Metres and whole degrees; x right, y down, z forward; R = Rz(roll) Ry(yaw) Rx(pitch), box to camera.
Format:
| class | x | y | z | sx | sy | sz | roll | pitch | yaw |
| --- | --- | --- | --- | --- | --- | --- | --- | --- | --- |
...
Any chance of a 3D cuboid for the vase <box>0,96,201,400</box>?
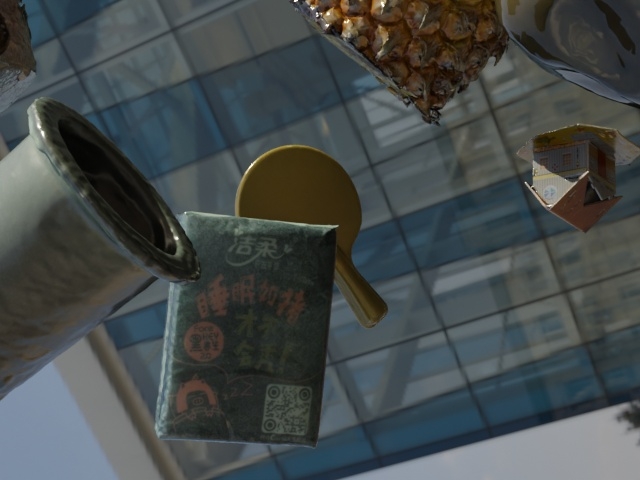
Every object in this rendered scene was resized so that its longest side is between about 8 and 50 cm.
| class | x | y | z | sx | sy | sz | roll | pitch | yaw |
| --- | --- | --- | --- | --- | --- | --- | --- | --- | --- |
| vase | -0.304 | 0.038 | 1.059 | 0.245 | 0.291 | 0.245 | 48 | -173 | -8 |

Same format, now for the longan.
| class | x | y | z | sx | sy | sz | roll | pitch | yaw |
| --- | --- | --- | --- | --- | --- | --- | --- | --- | --- |
| longan | 0.371 | -0.282 | 1.156 | 0.288 | 0.350 | 0.288 | -40 | -42 | -49 |

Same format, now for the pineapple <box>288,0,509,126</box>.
| class | x | y | z | sx | sy | sz | roll | pitch | yaw |
| --- | --- | --- | --- | --- | --- | --- | --- | --- | --- |
| pineapple | 0.155 | -0.379 | 1.629 | 0.352 | 0.300 | 0.352 | 45 | -173 | -7 |

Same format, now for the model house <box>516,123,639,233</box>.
| class | x | y | z | sx | sy | sz | roll | pitch | yaw |
| --- | --- | --- | --- | --- | --- | --- | --- | --- | --- |
| model house | 0.454 | -0.103 | 1.833 | 0.219 | 0.207 | 0.136 | 22 | -113 | -51 |

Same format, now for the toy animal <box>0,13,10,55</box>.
| class | x | y | z | sx | sy | sz | roll | pitch | yaw |
| --- | --- | --- | --- | --- | --- | --- | --- | --- | --- |
| toy animal | -0.470 | -0.376 | 1.465 | 0.272 | 0.197 | 0.160 | 63 | 162 | 18 |

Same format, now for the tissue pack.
| class | x | y | z | sx | sy | sz | roll | pitch | yaw |
| --- | --- | --- | --- | --- | --- | --- | --- | --- | --- |
| tissue pack | -0.101 | 0.124 | 1.433 | 0.103 | 0.228 | 0.315 | 175 | 101 | -74 |

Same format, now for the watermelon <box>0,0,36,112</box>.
| class | x | y | z | sx | sy | sz | roll | pitch | yaw |
| --- | --- | --- | --- | --- | --- | --- | --- | --- | --- |
| watermelon | -0.579 | -0.301 | 1.698 | 0.258 | 0.228 | 0.387 | 62 | -173 | -49 |

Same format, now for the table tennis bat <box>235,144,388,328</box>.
| class | x | y | z | sx | sy | sz | roll | pitch | yaw |
| --- | --- | --- | --- | --- | --- | --- | --- | --- | --- |
| table tennis bat | 0.000 | 0.000 | 1.601 | 0.321 | 0.198 | 0.050 | 54 | 163 | -7 |
